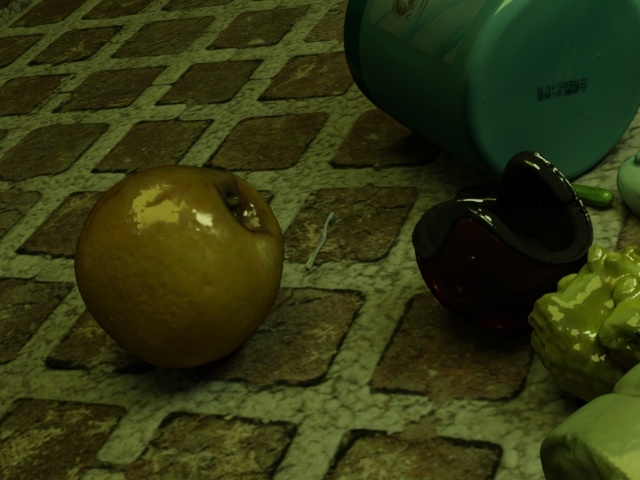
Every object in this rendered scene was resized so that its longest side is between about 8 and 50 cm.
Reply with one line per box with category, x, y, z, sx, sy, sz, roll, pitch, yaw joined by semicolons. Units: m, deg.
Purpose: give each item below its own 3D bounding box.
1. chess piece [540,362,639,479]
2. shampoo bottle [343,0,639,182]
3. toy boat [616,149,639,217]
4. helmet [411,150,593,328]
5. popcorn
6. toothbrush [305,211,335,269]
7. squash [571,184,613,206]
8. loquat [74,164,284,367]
chess piece;0.418;0.124;0.965;0.442;0.234;0.234;-35;36;-17
shampoo bottle;0.255;-0.279;1.526;0.331;0.331;0.343;-27;35;-14
toy boat;0.488;-0.077;1.346;0.208;0.079;0.134;12;46;36
helmet;0.217;0.008;1.237;0.216;0.193;0.189;8;35;34
popcorn;0.311;0.089;1.107;0.173;0.173;0.142;11;3;38
toothbrush;0.000;0.000;1.523;0.011;0.013;0.131;-11;33;29
squash;0.366;-0.064;1.430;0.027;0.027;0.089;-37;34;-27
loquat;-0.184;0.038;1.348;0.275;0.275;0.275;-13;33;8
